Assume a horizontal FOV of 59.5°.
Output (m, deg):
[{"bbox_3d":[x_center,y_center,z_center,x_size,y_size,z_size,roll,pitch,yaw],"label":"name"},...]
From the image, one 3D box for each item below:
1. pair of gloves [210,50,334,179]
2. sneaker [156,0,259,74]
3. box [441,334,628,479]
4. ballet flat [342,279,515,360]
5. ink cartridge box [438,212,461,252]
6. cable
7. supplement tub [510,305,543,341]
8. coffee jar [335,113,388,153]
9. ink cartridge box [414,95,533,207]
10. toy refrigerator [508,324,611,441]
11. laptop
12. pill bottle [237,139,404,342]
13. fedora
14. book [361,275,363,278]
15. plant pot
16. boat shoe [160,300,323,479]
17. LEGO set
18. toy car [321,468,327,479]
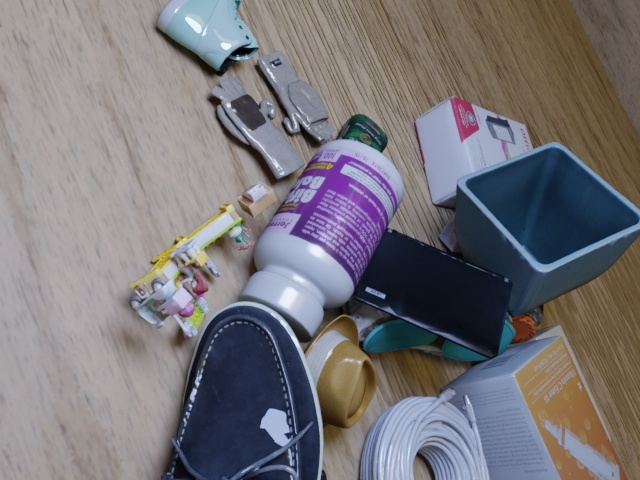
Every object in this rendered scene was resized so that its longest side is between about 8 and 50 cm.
[{"bbox_3d":[-0.081,-0.231,1.024,0.204,0.042,0.240,48,45,-8],"label":"pair of gloves"},{"bbox_3d":[-0.157,-0.402,1.001,0.151,0.094,0.256,41,58,-11],"label":"sneaker"},{"bbox_3d":[0.414,0.389,1.060,0.215,0.168,0.345,-18,82,-44],"label":"box"},{"bbox_3d":[0.205,0.133,1.039,0.408,0.147,0.147,13,62,-37],"label":"ballet flat"},{"bbox_3d":[0.429,-0.050,1.277,0.311,0.186,0.065,8,34,-37],"label":"ink cartridge box"},{"bbox_3d":[0.172,0.386,0.910,0.257,0.089,0.257,-2,72,-40],"label":"cable"},{"bbox_3d":[0.436,0.121,1.245,0.117,0.117,0.190,37,50,-21],"label":"supplement tub"},{"bbox_3d":[0.059,-0.159,1.081,0.096,0.079,0.184,41,49,-12],"label":"coffee jar"},{"bbox_3d":[0.390,-0.191,1.348,0.306,0.131,0.226,5,66,-38],"label":"ink cartridge box"},{"bbox_3d":[0.521,0.335,1.235,0.102,0.094,0.270,-16,80,-37],"label":"toy refrigerator"},{"bbox_3d":[0.191,0.083,0.970,0.234,0.264,0.137,24,87,6],"label":"laptop"},{"bbox_3d":[0.000,0.000,0.876,0.169,0.169,0.302,41,61,-19],"label":"pill bottle"},{"bbox_3d":[0.031,0.209,0.819,0.194,0.079,0.194,-33,132,-46],"label":"fedora"},{"bbox_3d":[0.052,0.004,1.031,0.096,0.035,0.144,-11,77,-46],"label":"book"},{"bbox_3d":[0.415,0.005,1.102,0.247,0.252,0.247,-21,53,-15],"label":"plant pot"},{"bbox_3d":[-0.097,0.303,0.635,0.186,0.156,0.501,0,65,7],"label":"boat shoe"},{"bbox_3d":[-0.150,0.035,0.785,0.107,0.132,0.287,56,38,-16],"label":"LEGO set"},{"bbox_3d":[-0.038,0.310,0.796,0.060,0.040,0.122,-24,89,-24],"label":"toy car"}]
